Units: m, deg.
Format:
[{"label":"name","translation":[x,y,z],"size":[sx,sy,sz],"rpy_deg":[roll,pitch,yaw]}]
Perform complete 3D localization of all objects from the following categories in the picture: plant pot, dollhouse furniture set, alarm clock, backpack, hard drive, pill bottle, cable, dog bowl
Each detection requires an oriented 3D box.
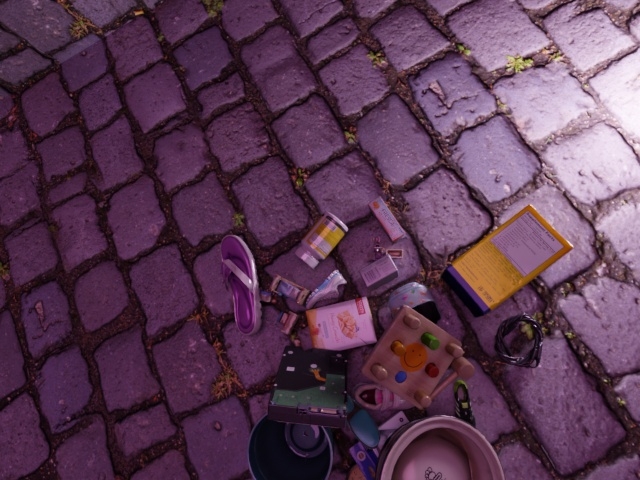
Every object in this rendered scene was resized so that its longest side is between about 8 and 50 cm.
[{"label":"plant pot","translation":[-0.074,0.676,1.362],"size":[0.271,0.255,0.272],"rpy_deg":[-2,78,11]},{"label":"dollhouse furniture set","translation":[-0.137,0.247,1.548],"size":[0.129,0.129,0.184],"rpy_deg":[24,82,16]},{"label":"alarm clock","translation":[0.156,0.831,1.376],"size":[0.129,0.064,0.192],"rpy_deg":[-17,75,3]},{"label":"backpack","translation":[0.322,0.232,1.424],"size":[0.165,0.188,0.145],"rpy_deg":[-25,57,7]},{"label":"hard drive","translation":[-0.028,0.467,1.338],"size":[0.236,0.339,0.064],"rpy_deg":[4,105,2]},{"label":"pill bottle","translation":[0.000,0.000,1.586],"size":[0.119,0.119,0.208],"rpy_deg":[39,87,18]},{"label":"cable","translation":[0.684,0.338,1.402],"size":[0.150,0.047,0.185],"rpy_deg":[10,81,19]},{"label":"dollhouse furniture set","translation":[0.255,0.024,1.545],"size":[0.114,0.081,0.091],"rpy_deg":[0,76,12]},{"label":"dog bowl","translation":[0.348,0.746,1.251],"size":[0.407,0.150,0.408],"rpy_deg":[3,75,-11]}]

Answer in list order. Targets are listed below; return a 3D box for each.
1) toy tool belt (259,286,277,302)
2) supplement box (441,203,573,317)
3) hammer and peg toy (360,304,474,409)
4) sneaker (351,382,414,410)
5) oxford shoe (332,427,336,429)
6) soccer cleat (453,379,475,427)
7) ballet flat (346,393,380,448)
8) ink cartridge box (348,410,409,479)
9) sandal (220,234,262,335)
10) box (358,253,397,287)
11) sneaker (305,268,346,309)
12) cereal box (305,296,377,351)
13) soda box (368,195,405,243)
[{"label":"toy tool belt","translation":[-0.210,0.216,1.613],"size":[0.083,0.052,0.051],"rpy_deg":[10,87,13]},{"label":"supplement box","translation":[0.622,0.078,1.395],"size":[0.356,0.195,0.194],"rpy_deg":[-37,72,2]},{"label":"hammer and peg toy","translation":[0.330,0.403,1.299],"size":[0.361,0.127,0.266],"rpy_deg":[35,88,-15]},{"label":"sneaker","translation":[0.227,0.542,1.408],"size":[0.252,0.111,0.103],"rpy_deg":[-9,75,10]},{"label":"oxford shoe","translation":[0.043,0.566,1.464],"size":[0.075,0.076,0.212],"rpy_deg":[-12,74,0]},{"label":"soccer cleat","translation":[0.482,0.565,1.368],"size":[0.060,0.072,0.179],"rpy_deg":[-10,75,10]},{"label":"ballet flat","translation":[0.109,0.591,1.379],"size":[0.083,0.087,0.247],"rpy_deg":[-36,65,-19]},{"label":"ink cartridge box","translation":[0.246,0.727,1.352],"size":[0.223,0.045,0.223],"rpy_deg":[-30,74,-18]},{"label":"sandal","translation":[-0.325,0.165,1.595],"size":[0.169,0.102,0.417],"rpy_deg":[-30,71,32]},{"label":"box","translation":[0.216,0.121,1.500],"size":[0.126,0.137,0.072],"rpy_deg":[-29,71,4]},{"label":"sneaker","translation":[0.023,0.204,1.559],"size":[0.083,0.071,0.191],"rpy_deg":[44,88,12]},{"label":"cereal box","translation":[0.078,0.321,1.527],"size":[0.240,0.047,0.173],"rpy_deg":[-16,75,8]},{"label":"soda box","translation":[0.257,-0.078,1.580],"size":[0.058,0.063,0.183],"rpy_deg":[-31,73,3]}]
